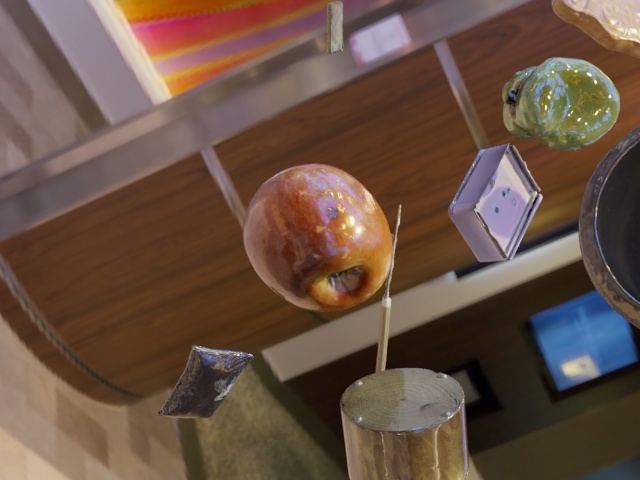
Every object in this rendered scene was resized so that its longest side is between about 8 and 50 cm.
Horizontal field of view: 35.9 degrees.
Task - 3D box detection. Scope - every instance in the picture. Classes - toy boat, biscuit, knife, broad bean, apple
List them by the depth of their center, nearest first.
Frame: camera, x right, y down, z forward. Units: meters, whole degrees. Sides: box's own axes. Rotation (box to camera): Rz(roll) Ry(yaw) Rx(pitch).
[{"bbox_3d":[0.000,0.000,1.617,0.253,0.253,0.253,-23,90,-81],"label":"apple"},{"bbox_3d":[0.115,0.086,1.688,0.047,0.017,0.298,-56,151,-77],"label":"knife"},{"bbox_3d":[0.423,-0.245,1.749,0.100,0.228,0.169,166,-67,-66],"label":"broad bean"},{"bbox_3d":[0.657,-0.573,2.261,0.385,0.062,0.365,11,52,-25],"label":"biscuit"},{"bbox_3d":[0.033,-0.489,2.271,0.063,0.016,0.115,-32,127,-55],"label":"toy boat"}]

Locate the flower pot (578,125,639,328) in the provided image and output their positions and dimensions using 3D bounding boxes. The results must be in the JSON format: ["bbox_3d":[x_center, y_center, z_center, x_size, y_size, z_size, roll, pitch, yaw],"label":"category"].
[{"bbox_3d":[0.412,0.008,1.010,0.166,0.269,0.269,47,21,-53],"label":"flower pot"}]

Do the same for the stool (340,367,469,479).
[{"bbox_3d":[0.129,0.340,1.435,0.179,0.179,0.264,-90,174,-68],"label":"stool"}]

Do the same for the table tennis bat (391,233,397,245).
[{"bbox_3d":[0.059,-0.003,2.278,0.310,0.200,0.038,164,-69,-71],"label":"table tennis bat"}]

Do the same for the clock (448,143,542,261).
[{"bbox_3d":[0.332,-0.070,1.862,0.145,0.073,0.193,54,50,-27],"label":"clock"}]

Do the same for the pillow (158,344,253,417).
[{"bbox_3d":[-0.246,0.306,2.109,0.141,0.208,0.055,12,35,-29],"label":"pillow"}]
